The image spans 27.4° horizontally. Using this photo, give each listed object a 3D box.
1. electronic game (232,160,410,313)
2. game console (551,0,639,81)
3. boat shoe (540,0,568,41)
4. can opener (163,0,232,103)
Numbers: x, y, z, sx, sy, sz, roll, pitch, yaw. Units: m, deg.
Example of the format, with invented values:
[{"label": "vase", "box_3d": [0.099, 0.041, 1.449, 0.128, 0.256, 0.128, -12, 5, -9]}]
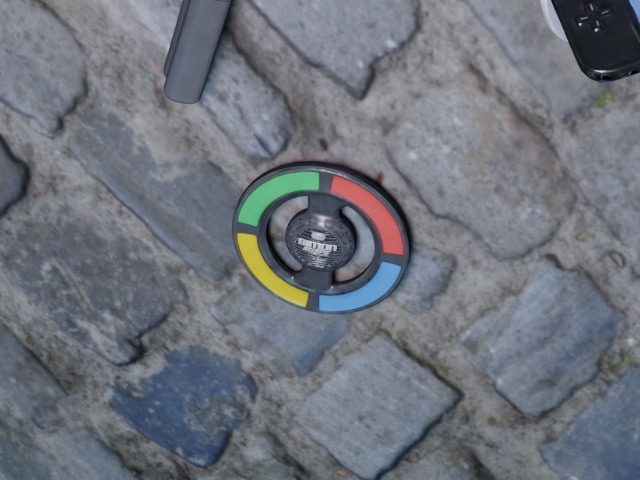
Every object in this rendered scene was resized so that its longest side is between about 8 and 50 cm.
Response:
[{"label": "electronic game", "box_3d": [0.000, 0.000, 1.653, 0.229, 0.048, 0.229, 8, 127, 11]}, {"label": "game console", "box_3d": [0.339, -0.323, 1.203, 0.293, 0.250, 0.173, -18, 147, 6]}, {"label": "boat shoe", "box_3d": [0.237, -0.318, 1.340, 0.080, 0.076, 0.228, -23, 121, -9]}, {"label": "can opener", "box_3d": [-0.146, -0.283, 1.461, 0.095, 0.076, 0.283, 10, 130, -16]}]
